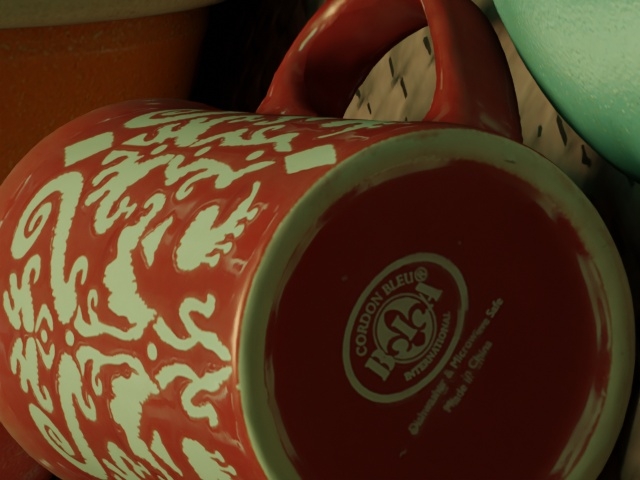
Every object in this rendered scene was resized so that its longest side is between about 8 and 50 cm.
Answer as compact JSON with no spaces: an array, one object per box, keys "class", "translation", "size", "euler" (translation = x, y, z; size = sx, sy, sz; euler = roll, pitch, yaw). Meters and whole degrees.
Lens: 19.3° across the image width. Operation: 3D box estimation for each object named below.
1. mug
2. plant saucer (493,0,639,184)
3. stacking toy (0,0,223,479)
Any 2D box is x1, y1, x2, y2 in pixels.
[{"class":"mug","translation":[-0.009,0.002,0.447],"size":[0.169,0.113,0.150],"euler":[-175,88,-66]},{"class":"plant saucer","translation":[0.105,-0.164,0.377],"size":[0.317,0.044,0.317],"euler":[-165,90,-71]},{"class":"stacking toy","translation":[-0.207,0.081,0.759],"size":[0.350,0.351,0.479],"euler":[-140,50,-68]}]
